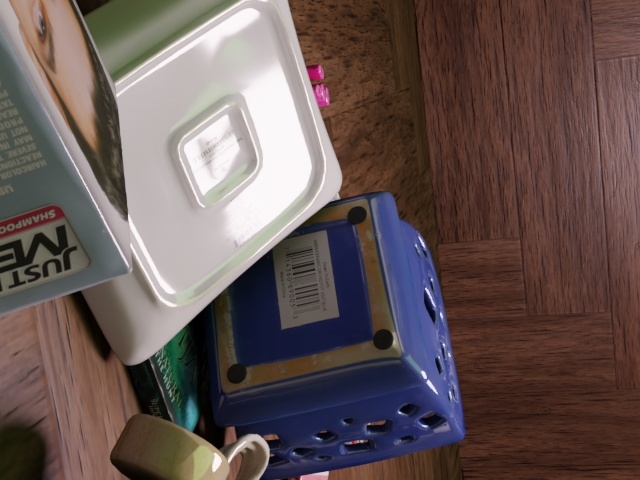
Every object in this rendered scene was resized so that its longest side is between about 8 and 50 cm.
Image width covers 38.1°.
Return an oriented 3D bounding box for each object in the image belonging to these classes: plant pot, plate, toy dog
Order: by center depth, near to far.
[{"bbox_3d":[-0.081,0.264,0.698,0.220,0.161,0.333,-66,157,-8],"label":"toy dog"},{"bbox_3d":[-0.093,-0.071,0.734,0.277,0.045,0.278,-42,133,-28],"label":"plate"},{"bbox_3d":[0.004,0.090,0.934,0.212,0.236,0.236,61,18,-60],"label":"plant pot"}]

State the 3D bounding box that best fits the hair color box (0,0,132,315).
[{"bbox_3d":[-0.204,-0.155,0.399,0.185,0.113,0.374,-108,-179,-48],"label":"hair color box"}]

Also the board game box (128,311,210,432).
[{"bbox_3d":[-0.141,0.083,0.844,0.126,0.026,0.186,-71,153,-57],"label":"board game box"}]

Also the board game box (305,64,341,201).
[{"bbox_3d":[0.000,0.000,1.369,0.390,0.050,0.390,71,21,-43],"label":"board game box"}]

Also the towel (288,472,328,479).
[{"bbox_3d":[-0.020,0.349,1.235,0.144,0.029,0.197,45,45,-68],"label":"towel"}]

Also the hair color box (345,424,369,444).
[{"bbox_3d":[0.049,0.285,1.483,0.141,0.043,0.072,-67,148,-62],"label":"hair color box"}]
